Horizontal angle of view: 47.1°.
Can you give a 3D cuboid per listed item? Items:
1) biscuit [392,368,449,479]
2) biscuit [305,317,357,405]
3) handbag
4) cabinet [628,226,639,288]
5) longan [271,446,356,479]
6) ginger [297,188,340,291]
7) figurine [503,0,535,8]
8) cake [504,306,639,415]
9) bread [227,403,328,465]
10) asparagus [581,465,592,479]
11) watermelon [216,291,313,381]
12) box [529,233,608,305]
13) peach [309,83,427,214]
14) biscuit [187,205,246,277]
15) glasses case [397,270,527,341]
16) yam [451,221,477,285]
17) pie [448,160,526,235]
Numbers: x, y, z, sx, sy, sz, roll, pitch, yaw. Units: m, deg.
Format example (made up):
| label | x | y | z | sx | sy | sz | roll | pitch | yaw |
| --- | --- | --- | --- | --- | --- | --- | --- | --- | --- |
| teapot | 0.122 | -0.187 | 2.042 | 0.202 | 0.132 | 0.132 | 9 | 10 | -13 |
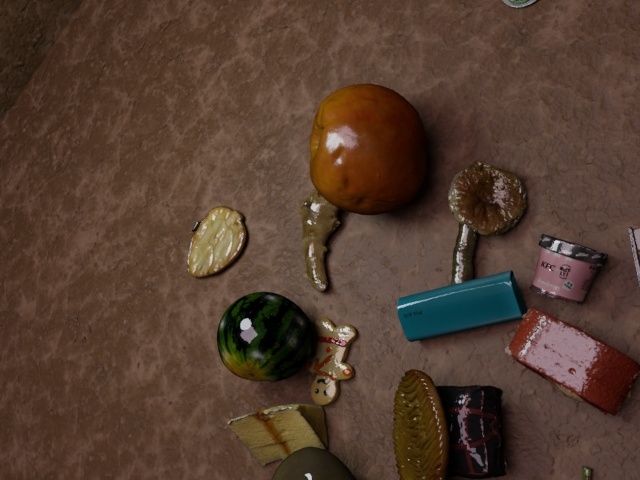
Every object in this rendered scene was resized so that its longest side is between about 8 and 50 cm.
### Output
| label | x | y | z | sx | sy | sz | roll | pitch | yaw |
| --- | --- | --- | --- | --- | --- | --- | --- | --- | --- |
| biscuit | 0.226 | 0.462 | 1.724 | 0.318 | 0.040 | 0.317 | -178 | 90 | -77 |
| biscuit | 0.026 | 0.336 | 2.013 | 0.153 | 0.030 | 0.234 | 9 | 83 | 35 |
| handbag | 0.342 | 0.442 | 1.706 | 0.169 | 0.155 | 0.215 | -16 | 68 | 40 |
| cabinet | 0.754 | 0.040 | 1.516 | 0.175 | 0.215 | 0.148 | -14 | 71 | 29 |
| longan | -0.014 | 0.691 | 1.814 | 0.289 | 0.288 | 0.349 | -19 | 58 | 27 |
| ginger | 0.000 | 0.000 | 2.087 | 0.131 | 0.086 | 0.294 | -4 | 84 | 22 |
| figurine | 0.503 | -0.689 | 1.892 | 0.132 | 0.154 | 0.132 | -8 | 74 | 31 |
| cake | 0.547 | 0.263 | 1.615 | 0.283 | 0.177 | 0.150 | 32 | 96 | 32 |
| bread | -0.123 | 0.520 | 1.971 | 0.240 | 0.178 | 0.135 | -19 | 67 | 25 |
| asparagus | 0.582 | 0.620 | 1.596 | 0.025 | 0.025 | 0.248 | 5 | 77 | -10 |
| watermelon | -0.156 | 0.264 | 2.007 | 0.269 | 0.269 | 0.268 | -8 | 74 | 30 |
| box | 0.559 | 0.070 | 1.679 | 0.151 | 0.151 | 0.135 | 24 | 101 | 34 |
| peach | 0.130 | -0.238 | 1.918 | 0.302 | 0.343 | 0.342 | 7 | 79 | -9 |
| biscuit | -0.333 | 0.010 | 2.315 | 0.260 | 0.041 | 0.203 | -50 | 61 | 13 |
| glasses case | 0.341 | 0.168 | 1.805 | 0.301 | 0.070 | 0.117 | -17 | 102 | 29 |
| yam | 0.372 | -0.006 | 1.862 | 0.061 | 0.061 | 0.252 | 3 | 79 | 33 |
| pie | 0.413 | -0.100 | 1.824 | 0.195 | 0.046 | 0.195 | -1 | 78 | 5 |
